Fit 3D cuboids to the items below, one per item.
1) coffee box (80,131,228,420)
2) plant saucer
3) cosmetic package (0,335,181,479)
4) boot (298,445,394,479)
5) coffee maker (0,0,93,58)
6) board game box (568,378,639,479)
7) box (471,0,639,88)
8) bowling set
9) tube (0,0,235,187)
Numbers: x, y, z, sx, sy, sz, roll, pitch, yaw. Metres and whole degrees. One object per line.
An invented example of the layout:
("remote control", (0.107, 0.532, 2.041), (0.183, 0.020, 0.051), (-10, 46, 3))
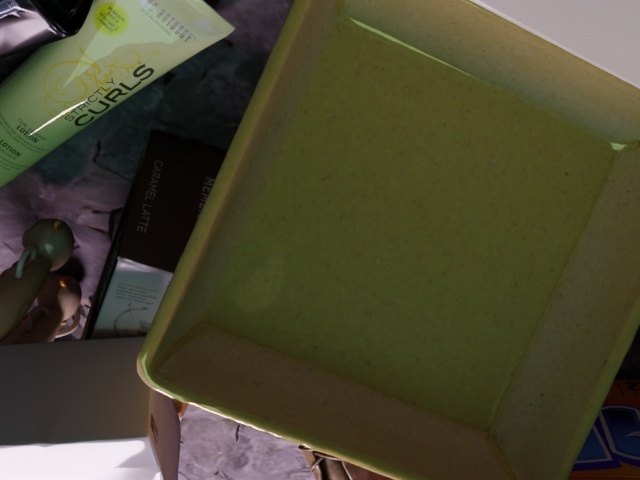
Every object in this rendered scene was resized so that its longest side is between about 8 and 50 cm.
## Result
("coffee box", (-0.134, 0.050, 1.100), (0.098, 0.141, 0.246), (16, 138, -11))
("plant saucer", (0.076, -0.002, 0.963), (0.333, 0.081, 0.332), (23, 94, -16))
("cosmetic package", (-0.232, 0.151, 1.030), (0.238, 0.107, 0.127), (-4, 139, -1))
("boot", (0.018, 0.166, 1.229), (0.112, 0.115, 0.305), (-13, 133, 22))
("coffee maker", (-0.243, -0.165, 0.915), (0.178, 0.120, 0.171), (-15, 157, 23))
("board game box", (0.276, 0.350, 1.118), (0.356, 0.356, 0.356), (0, 111, 2))
("box", (0.194, -0.172, 0.839), (0.275, 0.113, 0.094), (23, 135, -19))
("bowling set", (-0.312, 0.061, 1.161), (0.200, 0.154, 0.287), (26, 139, 6))
("tube", (-0.180, -0.120, 0.984), (0.240, 0.062, 0.070), (-32, 166, 28))
